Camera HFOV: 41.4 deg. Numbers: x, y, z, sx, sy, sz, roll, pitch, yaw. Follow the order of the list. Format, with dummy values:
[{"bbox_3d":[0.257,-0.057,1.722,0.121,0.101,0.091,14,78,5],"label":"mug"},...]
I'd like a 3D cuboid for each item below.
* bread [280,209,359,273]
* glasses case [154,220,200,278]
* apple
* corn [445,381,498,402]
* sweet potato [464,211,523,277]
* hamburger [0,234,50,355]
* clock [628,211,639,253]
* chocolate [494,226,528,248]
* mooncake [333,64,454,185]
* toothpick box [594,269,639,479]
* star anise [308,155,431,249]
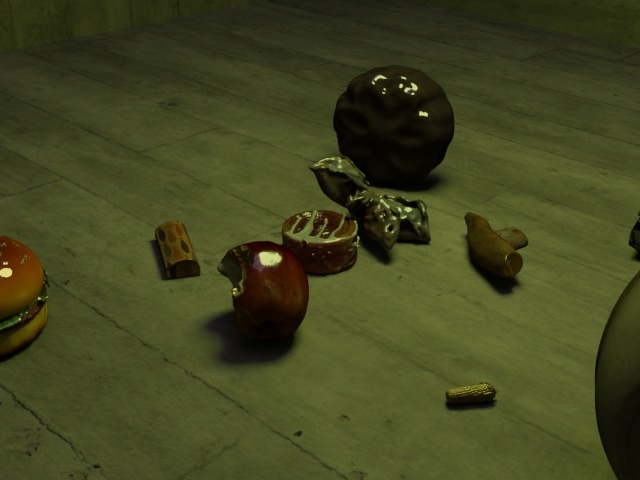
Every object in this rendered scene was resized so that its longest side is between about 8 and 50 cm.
[{"bbox_3d":[0.000,0.000,1.671,0.160,0.073,0.160,2,28,-1],"label":"bread"},{"bbox_3d":[-0.282,0.015,1.662,0.064,0.041,0.170,-7,29,-16],"label":"glasses case"},{"bbox_3d":[-0.087,0.087,1.422,0.147,0.156,0.158,-9,58,-19],"label":"apple"},{"bbox_3d":[0.231,0.232,1.286,0.083,0.028,0.027,-4,20,-10],"label":"corn"},{"bbox_3d":[0.332,0.014,1.671,0.077,0.077,0.244,-4,22,-10],"label":"sweet potato"},{"bbox_3d":[-0.568,0.077,1.390,0.246,0.170,0.246,2,30,-1],"label":"hamburger"},{"bbox_3d":[0.762,-0.004,1.710,0.253,0.083,0.186,18,31,28],"label":"clock"},{"bbox_3d":[0.385,-0.005,1.749,0.100,0.031,0.064,-15,35,-30],"label":"chocolate"},{"bbox_3d":[0.165,-0.264,1.969,0.283,0.283,0.141,13,31,21],"label":"mooncake"},{"bbox_3d":[0.565,0.167,1.044,0.408,0.409,0.425,18,33,28],"label":"toothpick box"},{"bbox_3d":[0.112,-0.075,1.744,0.257,0.111,0.198,40,17,20],"label":"star anise"}]
